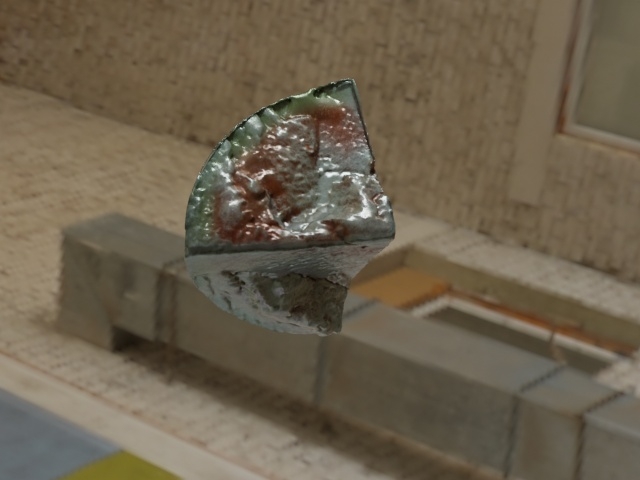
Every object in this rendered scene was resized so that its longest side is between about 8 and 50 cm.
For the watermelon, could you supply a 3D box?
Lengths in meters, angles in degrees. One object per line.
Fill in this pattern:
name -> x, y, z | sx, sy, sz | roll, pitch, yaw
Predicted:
watermelon -> 0.000, 0.000, 0.481 | 0.085, 0.061, 0.085 | -16, -68, -45
